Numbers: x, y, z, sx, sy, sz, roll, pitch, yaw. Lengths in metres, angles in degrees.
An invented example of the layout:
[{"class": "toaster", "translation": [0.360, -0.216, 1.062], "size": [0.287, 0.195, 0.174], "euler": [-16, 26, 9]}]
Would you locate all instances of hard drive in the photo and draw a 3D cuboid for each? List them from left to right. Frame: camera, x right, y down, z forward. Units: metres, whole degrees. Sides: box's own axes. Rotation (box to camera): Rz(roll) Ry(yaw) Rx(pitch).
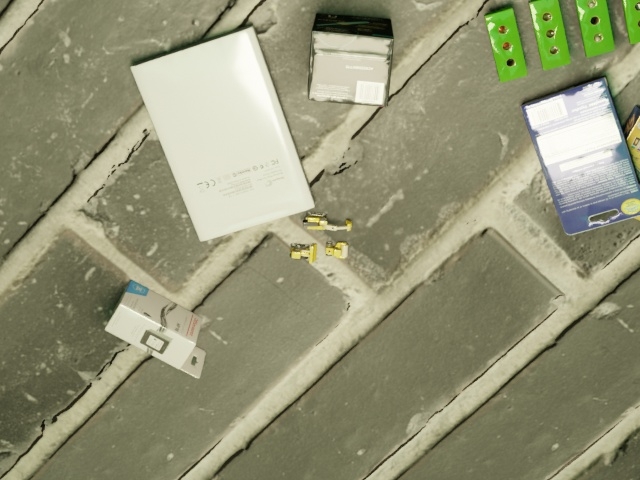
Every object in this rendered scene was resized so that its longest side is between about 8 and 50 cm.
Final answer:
[{"class": "hard drive", "translation": [-0.152, -0.167, 1.584], "size": [0.203, 0.040, 0.307], "euler": [-16, 111, 8]}]

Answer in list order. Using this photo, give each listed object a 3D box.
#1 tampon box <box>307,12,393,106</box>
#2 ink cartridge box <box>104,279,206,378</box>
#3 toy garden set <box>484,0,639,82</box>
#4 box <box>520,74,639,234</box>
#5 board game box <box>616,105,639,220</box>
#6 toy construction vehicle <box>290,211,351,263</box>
[{"class": "tampon box", "translation": [0.045, -0.272, 1.472], "size": [0.120, 0.161, 0.101], "euler": [5, 112, 0]}, {"class": "ink cartridge box", "translation": [-0.265, 0.150, 1.681], "size": [0.180, 0.104, 0.060], "euler": [30, 109, -11]}, {"class": "toy garden set", "translation": [0.365, -0.372, 1.488], "size": [0.244, 0.049, 0.204], "euler": [-15, 113, 8]}, {"class": "box", "translation": [0.416, -0.131, 1.557], "size": [0.136, 0.036, 0.225], "euler": [-17, 100, 21]}, {"class": "board game box", "translation": [0.580, -0.095, 1.596], "size": [0.243, 0.042, 0.165], "euler": [22, 111, -7]}, {"class": "toy construction vehicle", "translation": [0.000, 0.000, 1.651], "size": [0.098, 0.035, 0.086], "euler": [6, 112, -1]}]
